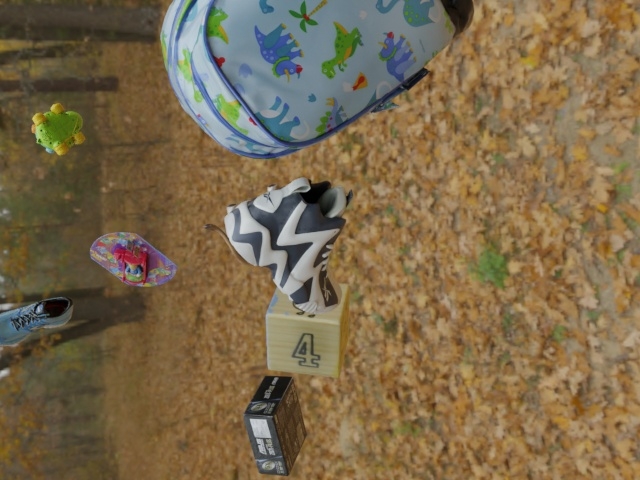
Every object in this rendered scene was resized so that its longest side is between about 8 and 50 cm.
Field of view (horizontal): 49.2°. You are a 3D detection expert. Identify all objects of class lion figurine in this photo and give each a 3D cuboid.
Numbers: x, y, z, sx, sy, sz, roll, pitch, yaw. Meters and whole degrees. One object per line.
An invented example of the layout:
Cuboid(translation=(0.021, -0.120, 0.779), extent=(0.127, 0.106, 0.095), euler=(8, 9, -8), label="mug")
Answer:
Cuboid(translation=(-0.154, -0.017, 2.056), extent=(0.142, 0.392, 0.240), euler=(11, 121, 50), label="lion figurine")

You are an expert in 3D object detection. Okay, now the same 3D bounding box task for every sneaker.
Cuboid(translation=(-0.519, 0.134, 1.252), extent=(0.063, 0.162, 0.073), euler=(57, 135, 9), label="sneaker")
Cuboid(translation=(0.000, 0.000, 0.931), extent=(0.235, 0.153, 0.094), euler=(46, -163, -36), label="sneaker")

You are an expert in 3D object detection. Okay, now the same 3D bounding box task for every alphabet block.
Cuboid(translation=(-0.030, 0.233, 1.882), extent=(0.192, 0.197, 0.193), euler=(-73, -15, -58), label="alphabet block")

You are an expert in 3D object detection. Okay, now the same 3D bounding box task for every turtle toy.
Cuboid(translation=(-0.543, -0.232, 1.454), extent=(0.066, 0.130, 0.095), euler=(-17, 112, 41), label="turtle toy")

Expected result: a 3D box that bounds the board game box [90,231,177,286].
Cuboid(translation=(-0.369, 0.052, 1.361), extent=(0.168, 0.133, 0.033), euler=(46, -146, -38), label="board game box")

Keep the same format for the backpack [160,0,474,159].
Cuboid(translation=(-0.014, -0.254, 0.797), extent=(0.290, 0.356, 0.273), euler=(56, -174, -32), label="backpack")

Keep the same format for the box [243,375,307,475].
Cuboid(translation=(-0.104, 0.434, 1.644), extent=(0.147, 0.078, 0.180), euler=(-58, -38, -57), label="box")
